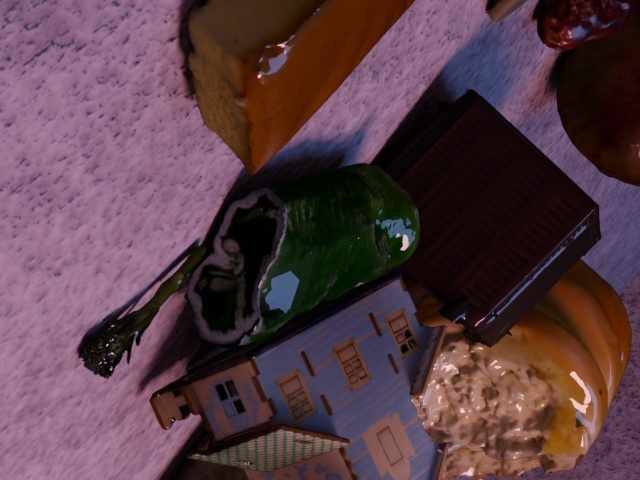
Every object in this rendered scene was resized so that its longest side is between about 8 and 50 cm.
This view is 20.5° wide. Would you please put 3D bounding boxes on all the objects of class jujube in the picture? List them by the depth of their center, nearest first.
[{"bbox_3d":[0.272,-0.234,1.810,0.129,0.077,0.077,-34,156,-37],"label":"jujube"}]

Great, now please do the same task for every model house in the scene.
[{"bbox_3d":[0.000,0.172,1.536,0.178,0.206,0.271,-26,-179,37],"label":"model house"}]

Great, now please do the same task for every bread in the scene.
[{"bbox_3d":[0.045,-0.213,1.181,0.361,0.077,0.138,-49,165,-17],"label":"bread"},{"bbox_3d":[0.182,0.115,1.968,0.211,0.316,0.270,60,41,-29],"label":"bread"}]

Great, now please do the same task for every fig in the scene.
[{"bbox_3d":[0.355,-0.172,2.079,0.217,0.217,0.321,-52,-167,-6],"label":"fig"}]

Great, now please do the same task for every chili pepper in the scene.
[{"bbox_3d":[0.000,0.000,1.487,0.270,0.099,0.136,-16,117,-57],"label":"chili pepper"}]

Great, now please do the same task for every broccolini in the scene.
[{"bbox_3d":[-0.132,0.048,1.340,0.140,0.030,0.035,-50,129,-30],"label":"broccolini"}]

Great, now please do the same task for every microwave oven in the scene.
[{"bbox_3d":[0.150,-0.017,1.725,0.178,0.188,0.247,-48,169,0],"label":"microwave oven"}]

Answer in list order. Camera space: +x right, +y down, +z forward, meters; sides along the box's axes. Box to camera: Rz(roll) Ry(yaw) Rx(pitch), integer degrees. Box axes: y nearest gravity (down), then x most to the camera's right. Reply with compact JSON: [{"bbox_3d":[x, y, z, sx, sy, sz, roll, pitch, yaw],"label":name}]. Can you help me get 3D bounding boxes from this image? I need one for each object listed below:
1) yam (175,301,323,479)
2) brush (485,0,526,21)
[{"bbox_3d":[-0.031,0.216,1.729,0.304,0.168,0.168,-53,165,1],"label":"yam"},{"bbox_3d":[0.204,-0.242,1.499,0.085,0.020,0.336,-35,179,-14],"label":"brush"}]
